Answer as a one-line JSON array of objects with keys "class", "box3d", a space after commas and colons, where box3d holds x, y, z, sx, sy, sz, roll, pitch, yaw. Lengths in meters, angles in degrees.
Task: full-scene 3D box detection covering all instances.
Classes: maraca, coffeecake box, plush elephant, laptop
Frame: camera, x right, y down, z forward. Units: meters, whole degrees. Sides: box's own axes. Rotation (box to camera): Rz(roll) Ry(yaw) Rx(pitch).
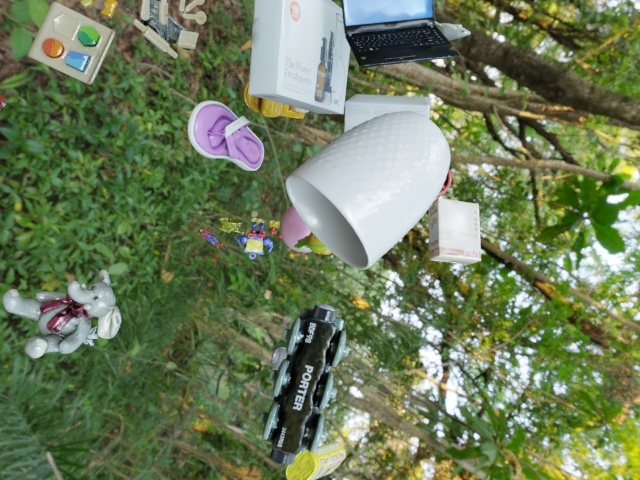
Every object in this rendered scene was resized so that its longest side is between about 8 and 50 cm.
[{"class": "maraca", "box3d": [0.000, 0.000, 1.556, 0.127, 0.186, 0.099, -53, 132, -65]}, {"class": "coffeecake box", "box3d": [0.417, -0.027, 1.401, 0.068, 0.143, 0.185, 136, -40, -69]}, {"class": "plush elephant", "box3d": [-0.819, 0.231, 1.519, 0.255, 0.272, 0.330, -46, 149, 3]}, {"class": "laptop", "box3d": [0.178, -0.533, 1.044, 0.136, 0.235, 0.264, 87, -7, -47]}]

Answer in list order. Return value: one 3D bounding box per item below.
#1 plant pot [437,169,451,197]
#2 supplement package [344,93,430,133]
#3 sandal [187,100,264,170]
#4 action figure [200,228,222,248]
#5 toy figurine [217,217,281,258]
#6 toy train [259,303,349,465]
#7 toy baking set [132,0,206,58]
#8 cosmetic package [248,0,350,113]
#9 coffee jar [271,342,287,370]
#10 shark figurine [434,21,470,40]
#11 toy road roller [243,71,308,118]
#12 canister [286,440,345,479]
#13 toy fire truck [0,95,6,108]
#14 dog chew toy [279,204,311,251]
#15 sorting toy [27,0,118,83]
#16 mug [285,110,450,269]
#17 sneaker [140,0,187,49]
[{"class": "plant pot", "box3d": [0.401, -0.230, 1.813, 0.191, 0.191, 0.174, -65, -175, -25]}, {"class": "supplement package", "box3d": [0.225, -0.397, 1.490, 0.204, 0.262, 0.145, -60, 154, -62]}, {"class": "sandal", "box3d": [-0.262, -0.324, 1.411, 0.416, 0.102, 0.169, 6, 92, -71]}, {"class": "action figure", "box3d": [-0.452, -0.013, 1.840, 0.038, 0.115, 0.030, -40, 155, -39]}, {"class": "toy figurine", "box3d": [-0.378, 0.013, 2.405, 0.191, 0.363, 0.217, -107, -153, -59]}, {"class": "toy train", "box3d": [-0.037, 0.295, 0.966, 0.190, 0.143, 0.333, 132, -26, -86]}, {"class": "toy baking set", "box3d": [-0.425, -0.635, 1.243, 0.196, 0.030, 0.256, -55, 151, 8]}, {"class": "cosmetic package", "box3d": [-0.040, -0.510, 1.215, 0.377, 0.098, 0.284, -15, 111, -61]}, {"class": "coffee jar", "box3d": [-0.077, 0.354, 1.397, 0.184, 0.096, 0.078, 6, 101, -75]}, {"class": "shark figurine", "box3d": [0.419, -0.764, 1.705, 0.278, 0.167, 0.116, -124, -140, -64]}, {"class": "toy road roller", "box3d": [-0.182, -0.652, 2.035, 0.240, 0.330, 0.202, -111, -151, -51]}, {"class": "canister", "box3d": [-0.010, 0.706, 1.426, 0.170, 0.073, 0.126, 15, 117, -51]}, {"class": "toy fire truck", "box3d": [-0.856, -0.284, 1.106, 0.135, 0.047, 0.192, -42, -146, 16]}, {"class": "dog chew toy", "box3d": [0.008, -0.061, 1.812, 0.207, 0.332, 0.206, -6, 90, -70]}, {"class": "sorting toy", "box3d": [-0.840, -0.726, 1.550, 0.041, 0.229, 0.307, -172, -75, -80]}, {"class": "mug", "box3d": [0.119, -0.133, 1.094, 0.328, 0.276, 0.374, -41, -176, -15]}, {"class": "sneaker", "box3d": [-0.558, -0.738, 1.620, 0.227, 0.087, 0.130, 35, 69, -63]}]
